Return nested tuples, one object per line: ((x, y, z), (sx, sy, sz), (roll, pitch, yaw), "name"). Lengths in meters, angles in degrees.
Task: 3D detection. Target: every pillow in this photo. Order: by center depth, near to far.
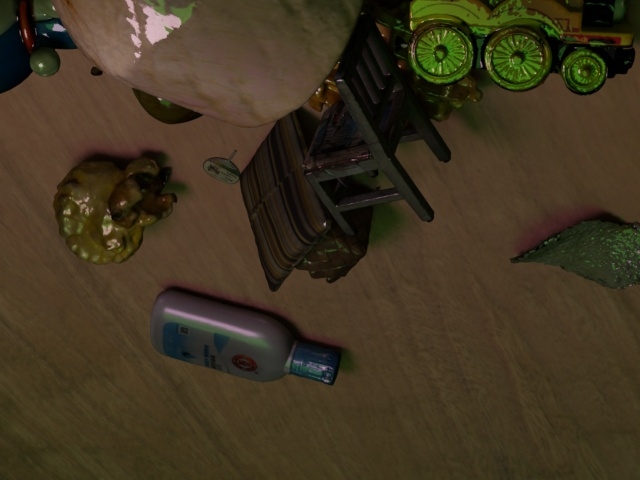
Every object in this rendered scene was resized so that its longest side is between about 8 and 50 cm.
((-0.058, -0.061, 2.087), (0.052, 0.208, 0.212), (-5, 153, -29), "pillow")

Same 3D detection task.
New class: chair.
((0.047, -0.147, 1.874), (0.147, 0.136, 0.270), (-10, 134, 32), "chair")

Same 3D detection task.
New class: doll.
((-0.439, -0.301, 1.952), (0.322, 0.198, 0.186), (-6, 149, 17), "doll")

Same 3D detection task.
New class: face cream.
((-0.131, 0.184, 2.493), (0.337, 0.080, 0.163), (15, 141, 6), "face cream")

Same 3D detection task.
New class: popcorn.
((-0.327, -0.043, 2.237), (0.195, 0.173, 0.168), (-2, 95, 33), "popcorn")

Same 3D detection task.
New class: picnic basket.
((0.000, 0.000, 2.164), (0.128, 0.138, 0.178), (25, 141, -20), "picnic basket")

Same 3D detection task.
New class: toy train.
((0.242, -0.268, 1.741), (0.296, 0.100, 0.160), (5, 115, 4), "toy train")

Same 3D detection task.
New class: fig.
((-0.247, -0.241, 2.033), (0.236, 0.124, 0.124), (21, 149, 39), "fig")

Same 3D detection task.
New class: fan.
((-0.155, -0.116, 2.201), (0.060, 0.003, 0.080), (10, 141, 11), "fan")

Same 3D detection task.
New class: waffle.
((0.064, -0.249, 1.902), (0.301, 0.058, 0.281), (33, 139, -16), "waffle")

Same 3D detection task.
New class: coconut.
((-0.116, -0.328, 1.655), (0.415, 0.415, 0.344), (27, 112, -9), "coconut")

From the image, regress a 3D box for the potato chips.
((0.400, 0.025, 2.091), (0.228, 0.059, 0.167), (11, 148, 4), "potato chips")
